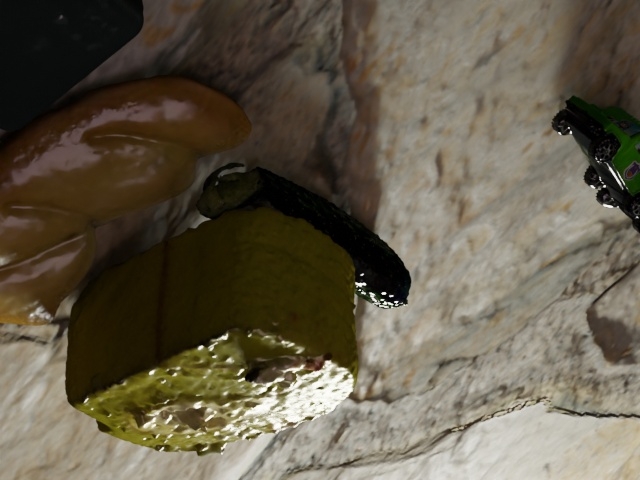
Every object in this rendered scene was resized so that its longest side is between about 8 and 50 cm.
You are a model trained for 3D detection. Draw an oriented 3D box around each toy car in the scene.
[{"bbox_3d":[0.276,-0.074,1.600,0.062,0.071,0.165,-43,133,-3],"label":"toy car"}]

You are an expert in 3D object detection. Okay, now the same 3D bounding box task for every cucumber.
[{"bbox_3d":[0.001,-0.003,1.557,0.245,0.067,0.067,27,116,-39],"label":"cucumber"}]

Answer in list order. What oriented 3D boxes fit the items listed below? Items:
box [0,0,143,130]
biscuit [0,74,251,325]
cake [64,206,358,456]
[{"bbox_3d":[-0.254,-0.188,1.286,0.160,0.050,0.230,-37,134,16],"label":"box"},{"bbox_3d":[-0.206,-0.039,1.449,0.299,0.045,0.154,-42,131,16],"label":"biscuit"},{"bbox_3d":[-0.090,0.091,1.511,0.260,0.156,0.179,-23,139,33],"label":"cake"}]
